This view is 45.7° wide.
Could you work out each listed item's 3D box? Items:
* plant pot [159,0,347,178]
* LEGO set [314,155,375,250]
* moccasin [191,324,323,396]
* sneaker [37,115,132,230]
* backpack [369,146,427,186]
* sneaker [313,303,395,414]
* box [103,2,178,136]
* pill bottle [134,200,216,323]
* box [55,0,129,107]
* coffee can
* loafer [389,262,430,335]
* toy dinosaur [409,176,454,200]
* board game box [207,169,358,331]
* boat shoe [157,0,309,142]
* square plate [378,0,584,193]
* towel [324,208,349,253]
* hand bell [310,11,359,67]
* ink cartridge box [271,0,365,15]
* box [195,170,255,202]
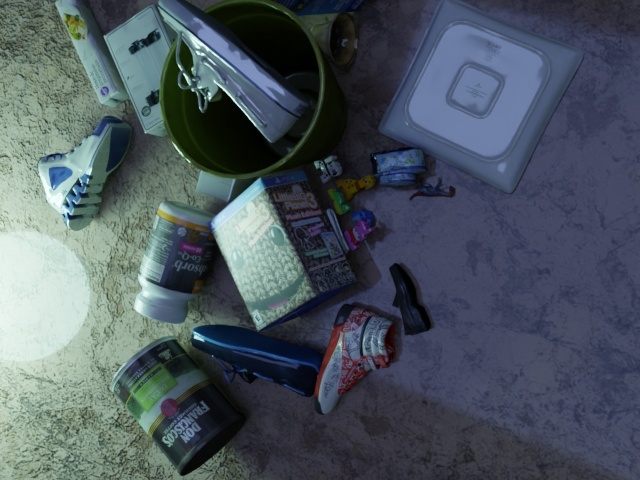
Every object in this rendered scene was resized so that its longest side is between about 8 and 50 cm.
[{"bbox_3d":[-0.104,-0.305,1.682,0.367,0.353,0.366,0,90,20],"label":"plant pot"},{"bbox_3d":[0.084,-0.102,1.750,0.093,0.087,0.227,-29,79,33],"label":"LEGO set"},{"bbox_3d":[-0.164,0.293,1.811,0.342,0.138,0.116,15,109,24],"label":"moccasin"},{"bbox_3d":[-0.647,-0.202,1.999,0.182,0.127,0.315,32,102,15],"label":"sneaker"},{"bbox_3d":[0.181,-0.163,1.709,0.115,0.105,0.084,-10,87,19],"label":"backpack"},{"bbox_3d":[0.084,0.291,1.745,0.145,0.090,0.269,16,92,22],"label":"sneaker"},{"bbox_3d":[-0.416,-0.432,1.939,0.169,0.087,0.289,-29,80,18],"label":"box"},{"bbox_3d":[-0.355,0.053,1.871,0.162,0.162,0.278,21,97,19],"label":"pill bottle"},{"bbox_3d":[-0.607,-0.510,2.022,0.063,0.067,0.323,-30,80,18],"label":"box"},{"bbox_3d":[-0.346,0.398,1.842,0.275,0.201,0.201,45,104,15],"label":"coffee can"},{"bbox_3d":[0.188,0.135,1.726,0.061,0.062,0.170,-26,79,23],"label":"loafer"},{"bbox_3d":[0.260,-0.114,1.725,0.082,0.047,0.090,31,133,9],"label":"toy dinosaur"},{"bbox_3d":[-0.091,0.024,1.743,0.232,0.141,0.290,-36,76,42],"label":"board game box"},{"bbox_3d":[-0.200,-0.319,1.471,0.367,0.136,0.156,41,106,6],"label":"boat shoe"},{"bbox_3d":[0.343,-0.329,1.681,0.347,0.049,0.343,29,99,18],"label":"square plate"},{"bbox_3d":[0.000,0.000,1.781,0.152,0.023,0.113,-29,78,50],"label":"towel"},{"bbox_3d":[-0.043,-0.480,1.812,0.242,0.126,0.126,11,93,33],"label":"hand bell"},{"bbox_3d":[-0.036,-0.654,1.693,0.151,0.396,0.269,-36,72,55],"label":"ink cartridge box"},{"bbox_3d":[-0.230,-0.144,1.860,0.102,0.101,0.087,19,96,21],"label":"box"}]
